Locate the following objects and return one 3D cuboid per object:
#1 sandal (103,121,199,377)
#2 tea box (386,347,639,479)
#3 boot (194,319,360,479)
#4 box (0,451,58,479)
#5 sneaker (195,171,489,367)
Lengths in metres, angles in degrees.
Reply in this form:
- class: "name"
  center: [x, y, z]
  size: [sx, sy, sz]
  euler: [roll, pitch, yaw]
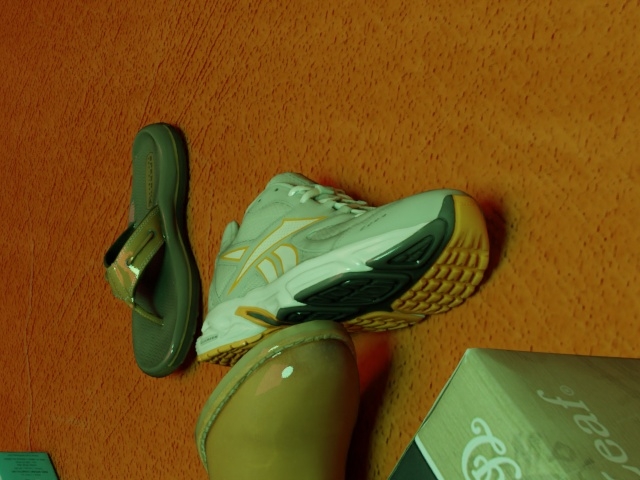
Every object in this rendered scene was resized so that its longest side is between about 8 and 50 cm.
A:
- class: "sandal"
  center: [-0.144, 0.004, 1.002]
  size: [0.090, 0.060, 0.219]
  euler: [-22, 67, 52]
- class: "tea box"
  center: [0.135, 0.263, 0.422]
  size: [0.329, 0.220, 0.323]
  euler: [56, 129, 43]
- class: "boot"
  center: [-0.005, 0.211, 0.722]
  size: [0.220, 0.109, 0.283]
  euler: [53, 128, 47]
- class: "box"
  center: [-0.253, 0.305, 1.101]
  size: [0.244, 0.060, 0.100]
  euler: [52, 126, 45]
- class: "sneaker"
  center: [0.000, 0.000, 0.772]
  size: [0.262, 0.099, 0.121]
  euler: [-27, 58, 49]
